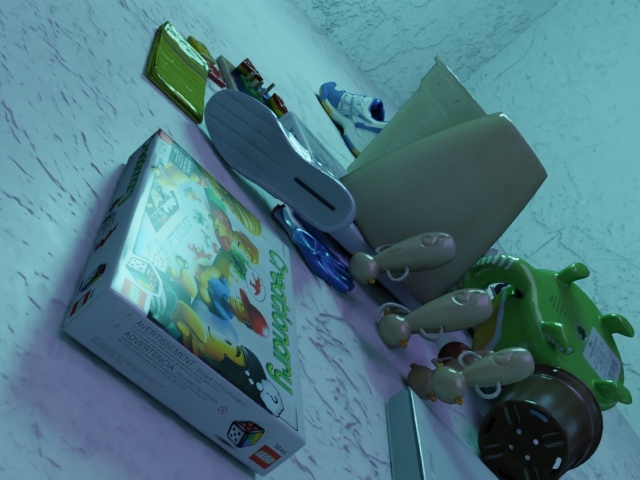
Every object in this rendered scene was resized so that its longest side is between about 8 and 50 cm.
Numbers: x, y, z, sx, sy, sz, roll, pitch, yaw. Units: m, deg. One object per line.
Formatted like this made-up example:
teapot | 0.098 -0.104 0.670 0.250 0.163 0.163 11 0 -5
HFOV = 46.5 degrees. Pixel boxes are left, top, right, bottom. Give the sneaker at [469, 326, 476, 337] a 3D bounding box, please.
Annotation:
sneaker | 0.426 0.214 1.562 0.314 0.136 0.116 50 15 1

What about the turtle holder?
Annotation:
turtle holder | 0.358 0.175 1.270 0.320 0.227 0.243 29 48 -27

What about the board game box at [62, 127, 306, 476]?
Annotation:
board game box | -0.102 0.034 0.650 0.193 0.053 0.305 44 17 -24

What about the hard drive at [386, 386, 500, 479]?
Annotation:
hard drive | 0.190 0.325 0.829 0.307 0.040 0.203 47 16 -15

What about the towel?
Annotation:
towel | -0.202 -0.250 1.086 0.102 0.021 0.237 42 18 -26

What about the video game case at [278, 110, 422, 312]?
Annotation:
video game case | 0.064 -0.037 1.274 0.329 0.036 0.300 44 16 -41

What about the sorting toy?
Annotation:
sorting toy | -0.119 -0.274 1.326 0.274 0.046 0.132 36 21 -41

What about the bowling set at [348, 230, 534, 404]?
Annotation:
bowling set | 0.151 0.147 1.008 0.287 0.154 0.200 -116 -165 -47

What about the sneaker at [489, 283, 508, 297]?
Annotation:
sneaker | 0.382 0.160 1.479 0.153 0.235 0.094 33 1 33

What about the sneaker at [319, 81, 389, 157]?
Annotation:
sneaker | 0.102 -0.325 1.909 0.112 0.131 0.296 27 26 -51

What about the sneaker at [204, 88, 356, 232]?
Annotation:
sneaker | -0.057 -0.099 1.015 0.258 0.094 0.091 45 -2 9

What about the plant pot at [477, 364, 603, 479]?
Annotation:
plant pot | 0.312 0.278 1.080 0.167 0.167 0.165 55 23 15

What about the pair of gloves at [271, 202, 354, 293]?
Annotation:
pair of gloves | 0.000 0.000 1.075 0.159 0.023 0.198 50 16 -1

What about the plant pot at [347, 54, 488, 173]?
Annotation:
plant pot | 0.238 -0.165 1.588 0.334 0.305 0.334 46 16 -17

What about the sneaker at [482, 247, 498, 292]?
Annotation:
sneaker | 0.302 0.060 1.632 0.146 0.102 0.293 14 -14 11

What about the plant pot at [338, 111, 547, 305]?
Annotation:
plant pot | 0.212 -0.073 1.194 0.256 0.274 0.256 51 13 -17
